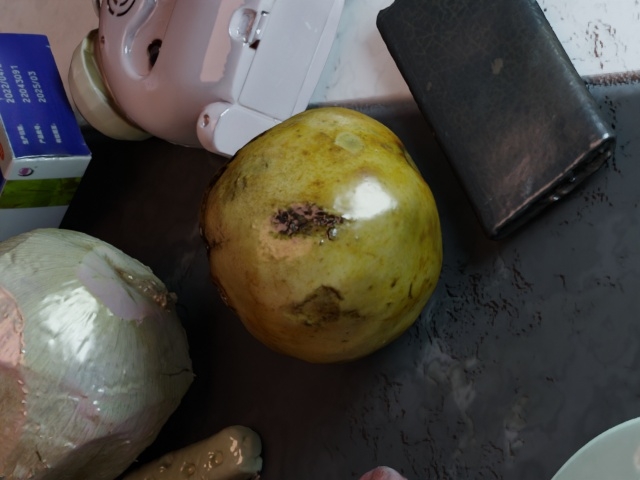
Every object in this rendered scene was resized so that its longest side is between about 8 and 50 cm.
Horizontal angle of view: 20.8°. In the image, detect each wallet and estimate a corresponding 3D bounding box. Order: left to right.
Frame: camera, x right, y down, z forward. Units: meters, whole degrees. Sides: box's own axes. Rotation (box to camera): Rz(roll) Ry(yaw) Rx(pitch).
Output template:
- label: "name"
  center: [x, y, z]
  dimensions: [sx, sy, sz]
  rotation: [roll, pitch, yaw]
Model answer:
- label: "wallet"
  center: [0.179, -0.167, 1.804]
  dimensions: [0.170, 0.044, 0.321]
  rotation: [-41, 53, 24]

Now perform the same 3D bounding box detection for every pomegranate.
- label: "pomegranate"
  center: [0.000, 0.000, 1.787]
  dimensions: [0.260, 0.260, 0.260]
  rotation: [-12, 71, 37]

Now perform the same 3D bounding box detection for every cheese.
- label: "cheese"
  center: [-0.146, 0.263, 1.961]
  dimensions: [0.194, 0.043, 0.065]
  rotation: [-26, 68, 30]

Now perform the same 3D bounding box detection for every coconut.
- label: "coconut"
  center: [-0.293, 0.125, 1.957]
  dimensions: [0.254, 0.297, 0.297]
  rotation: [-46, 53, 36]

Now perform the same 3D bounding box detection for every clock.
- label: "clock"
  center: [-0.133, -0.257, 2.009]
  dimensions: [0.326, 0.184, 0.342]
  rotation: [24, 89, 45]

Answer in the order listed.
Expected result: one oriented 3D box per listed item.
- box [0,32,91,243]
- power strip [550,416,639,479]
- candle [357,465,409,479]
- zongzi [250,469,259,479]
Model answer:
- label: "box"
  center: [-0.399, -0.084, 2.153]
  dimensions: [0.299, 0.106, 0.200]
  rotation: [-56, 47, 43]
- label: "power strip"
  center: [0.343, 0.306, 1.463]
  dimensions: [0.357, 0.161, 0.357]
  rotation: [-12, 71, 37]
- label: "candle"
  center: [0.000, 0.382, 1.661]
  dimensions: [0.317, 0.131, 0.287]
  rotation: [-51, 15, 26]
- label: "zongzi"
  center: [-0.087, 0.364, 1.882]
  dimensions: [0.189, 0.081, 0.178]
  rotation: [-39, 78, 10]
